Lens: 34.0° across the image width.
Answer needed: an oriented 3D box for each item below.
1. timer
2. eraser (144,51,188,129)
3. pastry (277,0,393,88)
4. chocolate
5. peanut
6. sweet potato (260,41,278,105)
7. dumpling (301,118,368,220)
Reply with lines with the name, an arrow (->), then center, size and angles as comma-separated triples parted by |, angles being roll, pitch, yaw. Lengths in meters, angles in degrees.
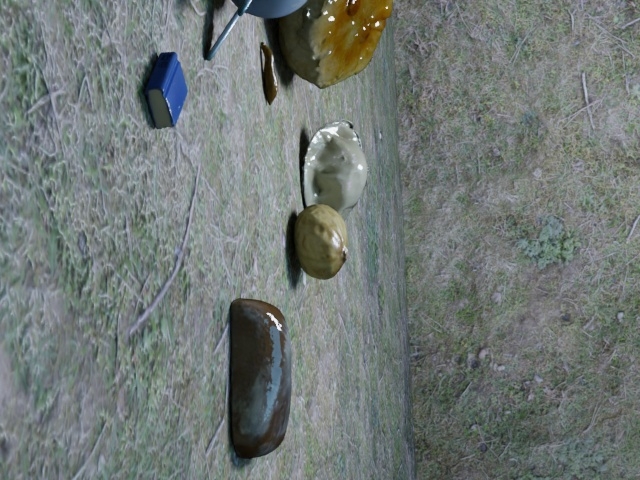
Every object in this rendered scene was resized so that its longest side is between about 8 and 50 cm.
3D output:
timer -> -0.110, -0.403, 1.593 | 0.255, 0.175, 0.175 | -36, 129, -41
eraser -> -0.196, -0.191, 1.336 | 0.085, 0.027, 0.063 | -80, 164, -47
pastry -> 0.025, -0.454, 2.038 | 0.329, 0.136, 0.330 | -44, 149, -35
chocolate -> -0.084, 0.219, 1.673 | 0.157, 0.080, 0.254 | 34, 55, -76
peanut -> 0.000, 0.000, 2.077 | 0.159, 0.109, 0.141 | -95, -172, -65
sweet potato -> -0.091, -0.300, 1.887 | 0.026, 0.026, 0.115 | -56, 144, -71
dumpling -> 0.020, -0.130, 2.216 | 0.172, 0.142, 0.247 | -16, 114, -42
